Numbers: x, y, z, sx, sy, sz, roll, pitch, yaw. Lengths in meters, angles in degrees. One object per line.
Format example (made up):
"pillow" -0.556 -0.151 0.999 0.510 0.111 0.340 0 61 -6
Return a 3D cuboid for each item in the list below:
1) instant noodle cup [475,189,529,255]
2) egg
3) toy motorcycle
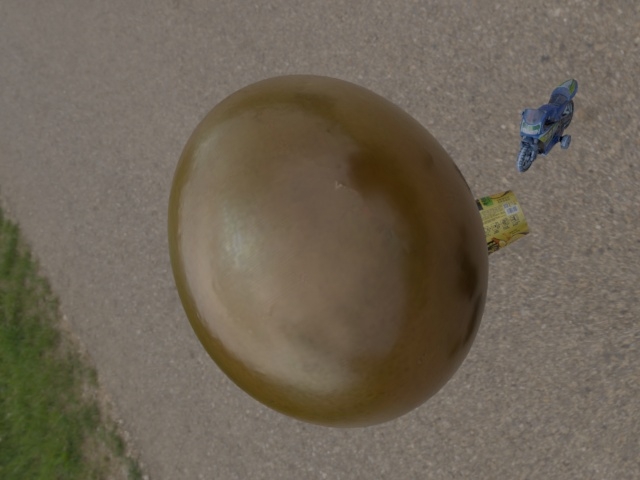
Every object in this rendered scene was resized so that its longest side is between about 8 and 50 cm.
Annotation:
"instant noodle cup" 0.421 -0.045 1.353 0.122 0.151 0.152 -21 71 15
"egg" 0.000 0.000 0.536 0.283 0.282 0.351 -51 53 24
"toy motorcycle" 0.506 -0.265 1.263 0.092 0.136 0.254 24 56 38
